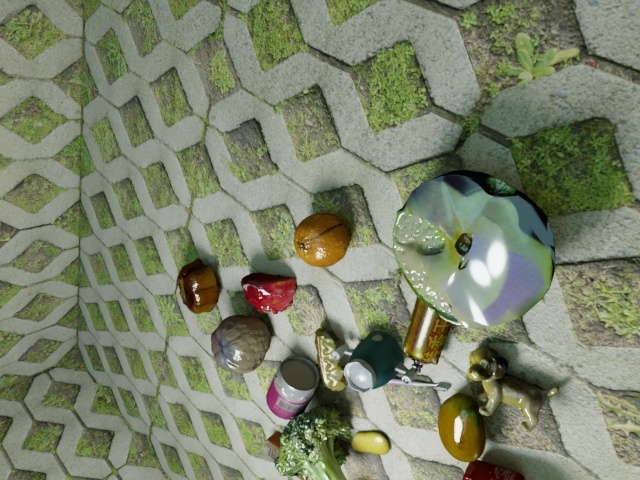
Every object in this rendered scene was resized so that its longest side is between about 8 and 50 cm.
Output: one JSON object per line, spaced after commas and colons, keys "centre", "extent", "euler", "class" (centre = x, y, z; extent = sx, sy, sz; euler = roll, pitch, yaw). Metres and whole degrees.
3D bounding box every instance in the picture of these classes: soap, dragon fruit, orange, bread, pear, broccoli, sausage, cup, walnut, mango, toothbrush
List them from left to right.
{"centre": [-0.566, 0.215, 1.908], "extent": [0.232, 0.135, 0.247], "euler": [25, 122, 45], "class": "bread"}
{"centre": [-0.329, 0.428, 1.732], "extent": [0.248, 0.248, 0.249], "euler": [13, 112, 35], "class": "walnut"}
{"centre": [-0.227, 0.204, 1.642], "extent": [0.261, 0.189, 0.163], "euler": [5, 77, 41], "class": "dragon fruit"}
{"centre": [-0.020, 0.796, 1.580], "extent": [0.338, 0.277, 0.318], "euler": [-33, 76, 46], "class": "broccoli"}
{"centre": [0.000, 0.000, 1.374], "extent": [0.193, 0.161, 0.194], "euler": [13, 115, 30], "class": "orange"}
{"centre": [0.030, 0.446, 1.528], "extent": [0.128, 0.087, 0.232], "euler": [1, 108, 66], "class": "bread"}
{"centre": [0.185, 0.763, 1.558], "extent": [0.168, 0.033, 0.089], "euler": [-16, 92, 40], "class": "soap"}
{"centre": [0.168, 0.414, 1.367], "extent": [0.299, 0.173, 0.168], "euler": [8, 110, 36], "class": "cup"}
{"centre": [0.296, 0.479, 1.384], "extent": [0.286, 0.025, 0.020], "euler": [-8, 99, 40], "class": "toothbrush"}
{"centre": [0.318, 0.268, 1.232], "extent": [0.125, 0.117, 0.318], "euler": [9, 115, -2], "class": "sausage"}
{"centre": [0.422, 0.553, 1.237], "extent": [0.151, 0.120, 0.221], "euler": [-160, 60, -65], "class": "mango"}
{"centre": [0.393, 0.008, 1.062], "extent": [0.398, 0.165, 0.399], "euler": [13, 111, 35], "class": "pear"}

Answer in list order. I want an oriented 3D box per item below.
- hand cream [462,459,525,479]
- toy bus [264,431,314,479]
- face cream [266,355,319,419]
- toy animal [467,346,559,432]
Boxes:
{"centre": [0.500, 0.767, 1.189], "extent": [0.149, 0.230, 0.230], "euler": [-3, 102, 36], "class": "hand cream"}
{"centre": [-0.072, 0.982, 1.794], "extent": [0.408, 0.093, 0.092], "euler": [17, 107, 33], "class": "toy bus"}
{"centre": [-0.110, 0.584, 1.639], "extent": [0.175, 0.175, 0.195], "euler": [39, 124, 22], "class": "face cream"}
{"centre": [0.505, 0.410, 1.143], "extent": [0.233, 0.121, 0.169], "euler": [27, 109, 26], "class": "toy animal"}
